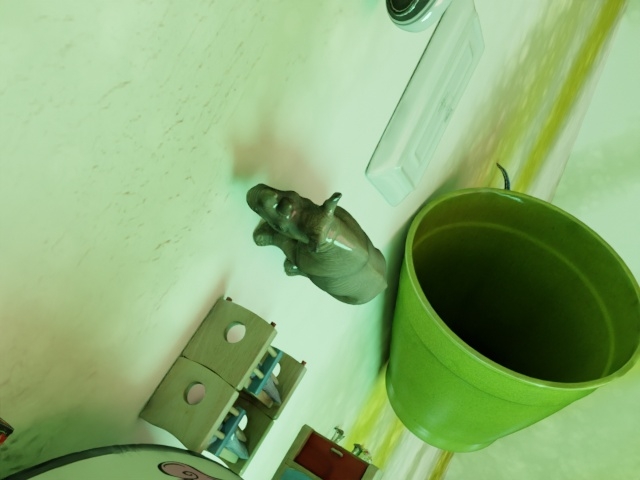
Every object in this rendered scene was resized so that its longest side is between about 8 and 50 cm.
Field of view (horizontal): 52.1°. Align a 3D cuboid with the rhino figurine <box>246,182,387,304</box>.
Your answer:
[{"bbox_3d":[0.000,0.000,0.605,0.073,0.106,0.243,-61,156,-10],"label":"rhino figurine"}]

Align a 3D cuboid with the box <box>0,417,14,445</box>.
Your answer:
[{"bbox_3d":[-0.231,0.108,0.331,0.094,0.027,0.137,-53,154,-23],"label":"box"}]

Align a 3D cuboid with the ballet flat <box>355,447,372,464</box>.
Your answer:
[{"bbox_3d":[0.050,0.493,1.223,0.241,0.077,0.091,-40,146,-45],"label":"ballet flat"}]

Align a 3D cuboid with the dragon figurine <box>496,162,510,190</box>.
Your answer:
[{"bbox_3d":[0.326,0.001,1.307,0.144,0.085,0.289,-27,137,-55],"label":"dragon figurine"}]

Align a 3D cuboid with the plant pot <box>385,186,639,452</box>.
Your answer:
[{"bbox_3d":[0.263,0.165,1.075,0.366,0.366,0.353,-44,161,-40],"label":"plant pot"}]

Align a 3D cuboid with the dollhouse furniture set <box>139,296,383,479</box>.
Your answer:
[{"bbox_3d":[-0.033,0.163,0.598,0.129,0.183,0.129,-57,155,-17],"label":"dollhouse furniture set"}]

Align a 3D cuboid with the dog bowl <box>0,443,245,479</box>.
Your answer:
[{"bbox_3d":[-0.111,0.342,0.381,0.408,0.150,0.408,-2,92,-46],"label":"dog bowl"}]

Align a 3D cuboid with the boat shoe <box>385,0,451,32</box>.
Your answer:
[{"bbox_3d":[0.094,-0.299,0.558,0.076,0.080,0.229,-1,118,-45],"label":"boat shoe"}]

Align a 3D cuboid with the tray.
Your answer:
[{"bbox_3d":[0.146,-0.176,0.833,0.270,0.030,0.145,-63,157,-3],"label":"tray"}]

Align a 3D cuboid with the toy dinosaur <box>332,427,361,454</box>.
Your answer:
[{"bbox_3d":[0.021,0.365,1.093,0.093,0.053,0.183,-53,151,11],"label":"toy dinosaur"}]
